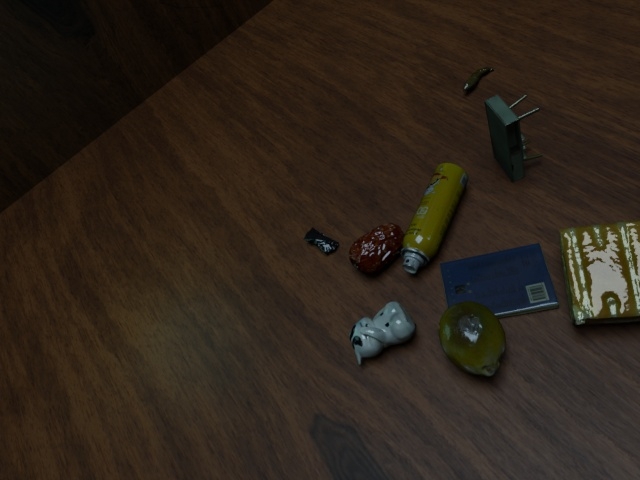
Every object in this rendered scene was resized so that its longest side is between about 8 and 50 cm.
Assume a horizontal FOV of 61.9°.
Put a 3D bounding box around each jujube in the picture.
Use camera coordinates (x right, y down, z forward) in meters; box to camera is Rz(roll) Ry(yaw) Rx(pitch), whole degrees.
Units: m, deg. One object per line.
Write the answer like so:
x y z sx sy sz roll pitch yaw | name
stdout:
0.168 0.022 1.560 0.176 0.109 0.112 -36 85 -13 | jujube

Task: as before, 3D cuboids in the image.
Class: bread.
0.699 0.080 1.246 0.239 0.111 0.246 -7 65 23 | bread

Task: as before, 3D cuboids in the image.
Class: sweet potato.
0.537 -0.560 1.848 0.153 0.038 0.041 -41 73 -17 | sweet potato

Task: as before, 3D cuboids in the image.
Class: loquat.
0.366 0.237 1.285 0.152 0.152 0.195 -23 42 8 | loquat

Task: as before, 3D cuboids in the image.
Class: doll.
0.158 0.238 1.401 0.181 0.107 0.110 -26 42 5 | doll

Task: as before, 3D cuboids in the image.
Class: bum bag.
0.000 0.001 1.691 0.058 0.034 0.124 -42 50 -20 | bum bag

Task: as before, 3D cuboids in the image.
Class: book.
0.461 0.115 1.405 0.269 0.025 0.191 -13 51 16 | book

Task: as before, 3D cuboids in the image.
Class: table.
0.557 -0.301 1.517 0.111 0.240 0.121 -25 51 7 | table

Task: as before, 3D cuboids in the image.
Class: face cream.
0.322 -0.061 1.543 0.105 0.105 0.348 14 64 32 | face cream
